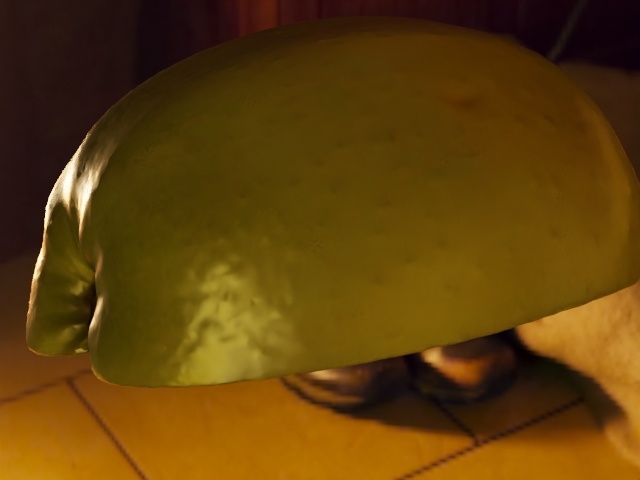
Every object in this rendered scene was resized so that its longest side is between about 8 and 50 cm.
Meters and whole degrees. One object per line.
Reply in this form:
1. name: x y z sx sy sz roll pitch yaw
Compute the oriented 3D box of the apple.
1. apple: 0.000 0.000 0.937 0.360 0.320 0.311 -11 55 -23
